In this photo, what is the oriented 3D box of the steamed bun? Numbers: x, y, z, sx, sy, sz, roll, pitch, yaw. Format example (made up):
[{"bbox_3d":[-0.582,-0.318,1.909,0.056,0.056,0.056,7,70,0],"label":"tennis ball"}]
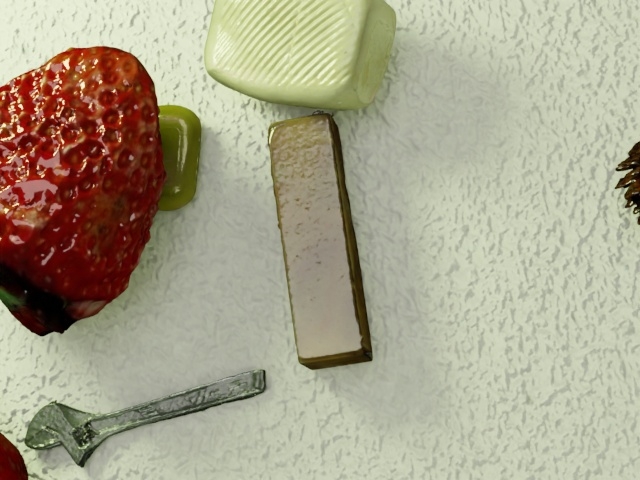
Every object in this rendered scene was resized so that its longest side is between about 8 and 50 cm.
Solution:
[{"bbox_3d":[-0.020,-0.248,1.839,0.238,0.152,0.170,12,87,27],"label":"steamed bun"}]

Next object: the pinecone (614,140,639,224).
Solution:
[{"bbox_3d":[0.441,-0.063,1.718,0.163,0.163,0.165,-33,99,3],"label":"pinecone"}]

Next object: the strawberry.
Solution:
[{"bbox_3d":[-0.325,-0.064,1.801,0.291,0.292,0.310,38,66,14],"label":"strawberry"}]

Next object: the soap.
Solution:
[{"bbox_3d":[-0.200,-0.107,1.890,0.088,0.045,0.140,4,82,8],"label":"soap"}]

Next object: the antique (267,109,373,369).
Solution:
[{"bbox_3d":[0.000,0.000,1.810,0.087,0.093,0.310,-10,78,8],"label":"antique"}]

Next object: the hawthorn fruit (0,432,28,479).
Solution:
[{"bbox_3d":[-0.501,0.310,1.737,0.265,0.307,0.265,-3,80,17],"label":"hawthorn fruit"}]

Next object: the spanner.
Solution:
[{"bbox_3d":[-0.223,0.218,1.848,0.325,0.026,0.093,-16,77,5],"label":"spanner"}]
